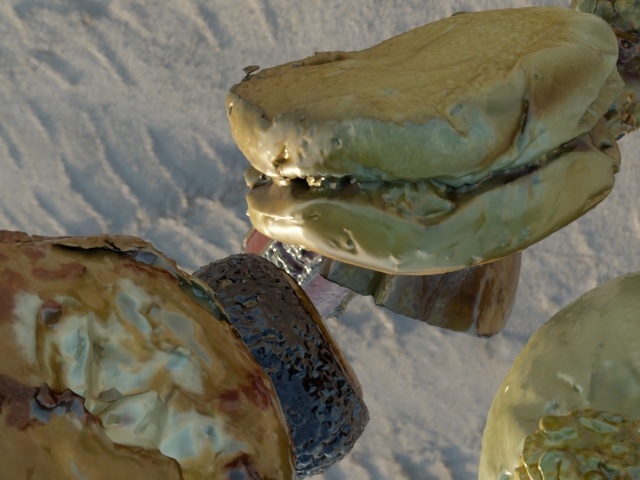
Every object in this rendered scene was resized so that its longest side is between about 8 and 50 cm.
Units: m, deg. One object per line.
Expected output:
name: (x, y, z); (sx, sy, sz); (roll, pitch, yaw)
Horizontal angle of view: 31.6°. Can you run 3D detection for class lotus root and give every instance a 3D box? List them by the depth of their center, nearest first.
lotus root: (0.111, -0.018, 1.095); (0.188, 0.199, 0.180); (16, 105, -3)

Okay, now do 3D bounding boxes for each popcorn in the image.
popcorn: (0.141, 0.124, 0.579); (0.082, 0.083, 0.057); (28, 138, 12)

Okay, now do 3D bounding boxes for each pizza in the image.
pizza: (0.340, -0.240, 1.161); (0.161, 0.305, 0.085); (14, -175, -12)

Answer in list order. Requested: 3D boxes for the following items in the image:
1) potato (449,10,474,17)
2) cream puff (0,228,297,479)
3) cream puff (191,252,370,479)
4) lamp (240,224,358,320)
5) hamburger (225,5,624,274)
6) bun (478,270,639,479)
potato: (0.159, -0.224, 1.216); (0.046, 0.045, 0.092); (26, -177, -22)
cream puff: (-0.125, 0.113, 0.537); (0.240, 0.240, 0.164); (38, 120, -17)
cream puff: (-0.062, 0.129, 1.118); (0.165, 0.239, 0.239); (-34, 125, -5)
lamp: (0.000, 0.000, 1.450); (0.177, 0.177, 0.274); (29, 141, -7)
hamburger: (0.061, -0.060, 0.612); (0.214, 0.214, 0.108); (1, 111, 23)
bun: (0.295, 0.175, 0.806); (0.364, 0.364, 0.202); (14, 163, 10)
